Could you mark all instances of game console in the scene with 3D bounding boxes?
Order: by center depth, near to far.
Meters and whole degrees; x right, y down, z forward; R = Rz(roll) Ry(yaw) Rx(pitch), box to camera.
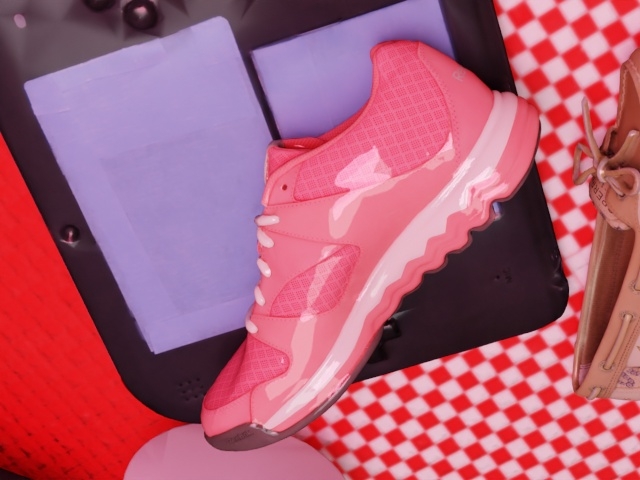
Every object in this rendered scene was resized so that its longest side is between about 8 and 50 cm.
[{"bbox_3d":[-0.029,-0.057,0.865,0.341,0.060,0.387,-15,118,10],"label":"game console"}]

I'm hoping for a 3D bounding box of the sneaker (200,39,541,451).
[{"bbox_3d":[0.000,0.000,0.827,0.136,0.116,0.314,37,103,-10],"label":"sneaker"}]

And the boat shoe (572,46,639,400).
[{"bbox_3d":[0.219,-0.002,0.861,0.089,0.105,0.285,-6,118,3],"label":"boat shoe"}]

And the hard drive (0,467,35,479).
[{"bbox_3d":[-0.306,0.265,0.965,0.172,0.054,0.255,26,116,-25],"label":"hard drive"}]

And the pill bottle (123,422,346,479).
[{"bbox_3d":[-0.094,0.358,0.998,0.229,0.229,0.408,11,118,-2],"label":"pill bottle"}]
